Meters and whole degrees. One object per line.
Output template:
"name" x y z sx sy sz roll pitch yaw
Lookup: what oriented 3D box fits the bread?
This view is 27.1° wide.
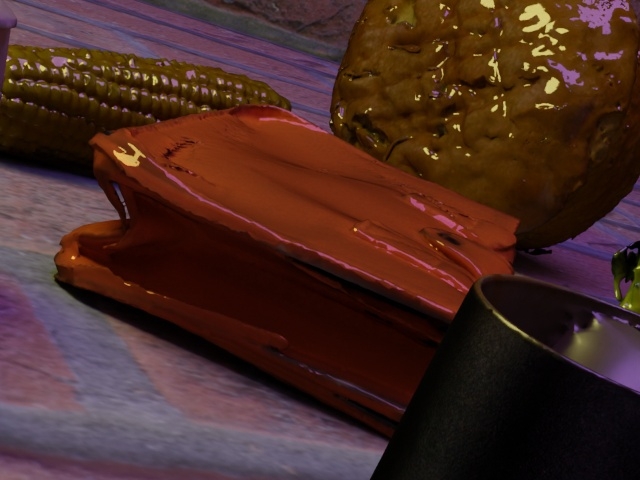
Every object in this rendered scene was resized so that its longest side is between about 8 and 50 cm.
"bread" 0.202 -0.178 1.568 0.398 0.398 0.215 32 5 40

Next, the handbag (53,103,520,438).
"handbag" 0.000 0.000 1.031 0.303 0.116 0.410 23 14 9

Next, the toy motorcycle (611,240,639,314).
"toy motorcycle" 0.373 0.046 1.305 0.206 0.142 0.342 -11 4 28

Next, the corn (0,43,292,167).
"corn" -0.164 -0.116 1.244 0.363 0.120 0.120 7 19 -43

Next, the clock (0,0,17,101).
"clock" -0.368 -0.092 0.716 0.325 0.184 0.342 17 8 1

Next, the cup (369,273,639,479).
"cup" 0.125 0.137 0.534 0.239 0.177 0.166 28 14 26
